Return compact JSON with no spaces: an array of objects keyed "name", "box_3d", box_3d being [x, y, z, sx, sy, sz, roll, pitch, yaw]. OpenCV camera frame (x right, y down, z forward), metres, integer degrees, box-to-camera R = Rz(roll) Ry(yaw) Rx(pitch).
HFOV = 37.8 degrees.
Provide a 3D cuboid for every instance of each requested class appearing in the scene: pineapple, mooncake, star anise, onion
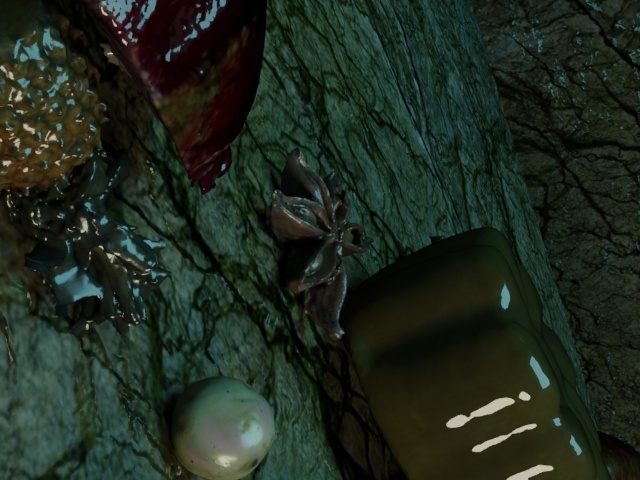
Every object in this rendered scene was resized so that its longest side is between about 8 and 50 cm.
[{"name":"pineapple","box_3d":[-0.171,-0.038,0.597,0.125,0.125,0.251,-81,158,-46]},{"name":"mooncake","box_3d":[0.200,0.172,1.113,0.378,0.200,0.378,53,17,-24]},{"name":"star anise","box_3d":[-0.008,-0.011,1.020,0.172,0.063,0.208,58,30,-27]},{"name":"onion","box_3d":[-0.105,-0.197,0.688,0.314,0.146,0.280,61,-1,32]}]

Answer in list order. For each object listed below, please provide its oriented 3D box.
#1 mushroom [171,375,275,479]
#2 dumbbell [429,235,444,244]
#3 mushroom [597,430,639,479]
[{"name":"mushroom","box_3d":[-0.078,0.148,0.734,0.083,0.067,0.084,17,51,-22]},{"name":"dumbbell","box_3d":[0.182,0.119,1.349,0.110,0.110,0.255,12,72,-66]},{"name":"mushroom","box_3d":[0.417,0.465,1.402,0.331,0.356,0.334,35,81,-25]}]
